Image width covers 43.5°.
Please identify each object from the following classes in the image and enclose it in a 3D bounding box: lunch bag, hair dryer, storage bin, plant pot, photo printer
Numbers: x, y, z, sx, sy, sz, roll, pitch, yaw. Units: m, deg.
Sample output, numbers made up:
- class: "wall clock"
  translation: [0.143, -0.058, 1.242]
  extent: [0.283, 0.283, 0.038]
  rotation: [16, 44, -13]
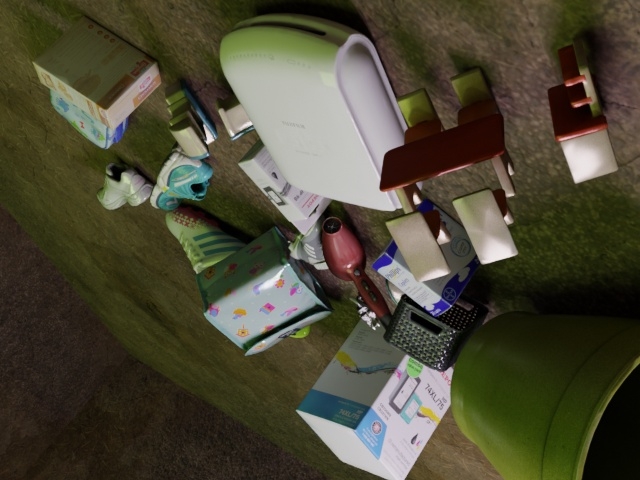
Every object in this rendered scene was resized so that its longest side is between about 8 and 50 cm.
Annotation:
- class: "lunch bag"
  translation: [-0.113, 0.136, 1.775]
  extent: [0.262, 0.223, 0.160]
  rotation: [54, -171, -41]
- class: "hair dryer"
  translation: [0.087, 0.070, 1.507]
  extent: [0.293, 0.080, 0.223]
  rotation: [55, 169, -21]
- class: "lunch bag"
  translation: [-0.491, -0.300, 1.723]
  extent: [0.176, 0.090, 0.219]
  rotation: [40, 157, 0]
- class: "storage bin"
  translation: [0.203, 0.144, 1.395]
  extent: [0.122, 0.084, 0.180]
  rotation: [29, -160, 21]
- class: "plant pot"
  translation: [0.388, 0.260, 1.194]
  extent: [0.366, 0.366, 0.353]
  rotation: [50, 166, -25]
- class: "photo printer"
  translation: [-0.002, -0.194, 1.182]
  extent: [0.256, 0.107, 0.308]
  rotation: [18, 149, 40]

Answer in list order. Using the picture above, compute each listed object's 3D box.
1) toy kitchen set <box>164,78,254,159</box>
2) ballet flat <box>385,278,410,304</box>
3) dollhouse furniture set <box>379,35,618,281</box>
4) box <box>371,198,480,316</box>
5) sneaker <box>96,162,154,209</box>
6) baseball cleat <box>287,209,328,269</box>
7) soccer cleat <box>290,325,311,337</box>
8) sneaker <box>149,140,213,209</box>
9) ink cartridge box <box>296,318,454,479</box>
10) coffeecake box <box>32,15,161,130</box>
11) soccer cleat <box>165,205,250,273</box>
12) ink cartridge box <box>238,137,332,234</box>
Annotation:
- class: "toy kitchen set"
  translation: [-0.173, -0.224, 1.438]
  extent: [0.122, 0.166, 0.207]
  rotation: [58, -173, -36]
- class: "ballet flat"
  translation: [0.181, 0.117, 1.566]
  extent: [0.052, 0.057, 0.168]
  rotation: [-12, 135, 26]
- class: "dollhouse furniture set"
  translation: [0.187, -0.115, 0.909]
  extent: [0.259, 0.262, 0.135]
  rotation: [-17, 126, 22]
- class: "box"
  translation: [0.178, 0.028, 1.296]
  extent: [0.137, 0.126, 0.072]
  rotation: [38, 157, 1]
- class: "sneaker"
  translation: [-0.514, -0.150, 2.052]
  extent: [0.232, 0.090, 0.115]
  rotation: [-6, 125, 47]
- class: "baseball cleat"
  translation: [0.000, 0.000, 1.601]
  extent: [0.109, 0.072, 0.206]
  rotation: [26, 162, -6]
- class: "soccer cleat"
  translation: [-0.141, 0.158, 2.077]
  extent: [0.289, 0.093, 0.121]
  rotation: [27, -175, 15]
- class: "sneaker"
  translation: [-0.305, -0.120, 1.771]
  extent: [0.110, 0.107, 0.275]
  rotation: [32, 158, -7]
- class: "ink cartridge box"
  translation: [0.131, 0.338, 1.741]
  extent: [0.197, 0.270, 0.198]
  rotation: [4, 139, 50]
- class: "coffeecake box"
  translation: [-0.421, -0.318, 1.521]
  extent: [0.185, 0.142, 0.068]
  rotation: [33, 157, 13]
- class: "soccer cleat"
  translation: [-0.277, 0.023, 1.926]
  extent: [0.331, 0.143, 0.116]
  rotation: [24, 153, 31]
- class: "ink cartridge box"
  translation: [-0.043, -0.108, 1.402]
  extent: [0.180, 0.104, 0.060]
  rotation: [47, 154, -20]
